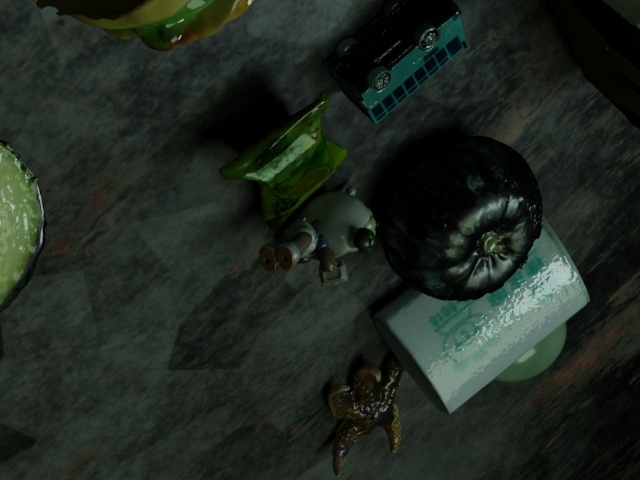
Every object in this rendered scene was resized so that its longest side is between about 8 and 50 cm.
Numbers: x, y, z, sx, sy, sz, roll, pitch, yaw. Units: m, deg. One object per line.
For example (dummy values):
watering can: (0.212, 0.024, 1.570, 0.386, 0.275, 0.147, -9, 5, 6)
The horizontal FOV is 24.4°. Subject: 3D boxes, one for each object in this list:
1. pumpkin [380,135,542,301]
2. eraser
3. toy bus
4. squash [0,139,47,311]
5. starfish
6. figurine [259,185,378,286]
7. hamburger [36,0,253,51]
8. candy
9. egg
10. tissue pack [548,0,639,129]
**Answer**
pumpkin: (0.193, -0.030, 2.006, 0.233, 0.163, 0.233, -20, 132, -24)
eraser: (0.244, 0.099, 2.220, 0.290, 0.104, 0.189, -38, 108, -11)
toy bus: (0.094, -0.222, 1.749, 0.160, 0.079, 0.092, -42, 148, -3)
squash: (-0.385, -0.023, 1.442, 0.220, 0.133, 0.220, -21, 125, -32)
starfish: (0.076, 0.268, 2.326, 0.216, 0.071, 0.238, -40, 139, 4)
figurine: (0.001, 0.001, 1.862, 0.197, 0.147, 0.093, -42, 122, -47)
hamburger: (-0.138, -0.271, 1.298, 0.237, 0.237, 0.149, -51, 152, 11)
candy: (-0.039, -0.094, 1.757, 0.149, 0.069, 0.246, -40, 158, -3)
egg: (0.309, 0.149, 2.361, 0.192, 0.149, 0.149, -19, 141, -38)
tissue pack: (0.448, -0.309, 1.874, 0.253, 0.264, 0.416, -43, 149, 0)
